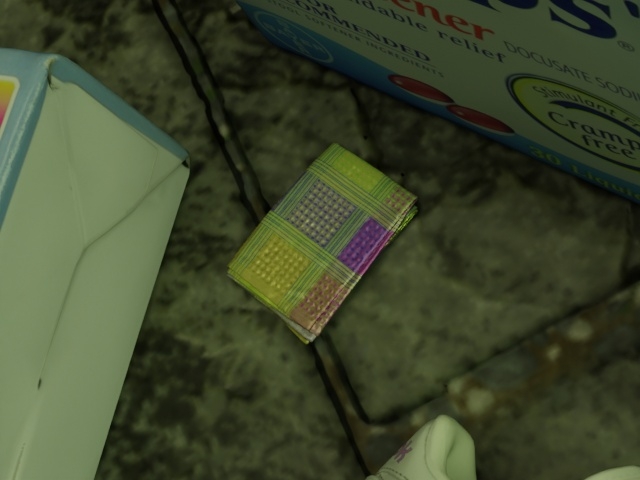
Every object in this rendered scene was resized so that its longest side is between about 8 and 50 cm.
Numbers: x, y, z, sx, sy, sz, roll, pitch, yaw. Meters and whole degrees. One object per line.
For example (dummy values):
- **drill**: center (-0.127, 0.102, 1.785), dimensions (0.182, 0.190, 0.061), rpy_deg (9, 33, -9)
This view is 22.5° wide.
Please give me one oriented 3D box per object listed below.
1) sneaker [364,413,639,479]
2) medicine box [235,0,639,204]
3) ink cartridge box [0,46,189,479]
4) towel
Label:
- **sneaker**: center (0.118, 0.169, 0.569), dimensions (0.305, 0.114, 0.152), rpy_deg (29, 84, 29)
- **medicine box**: center (0.066, -0.151, 0.609), dimensions (0.263, 0.289, 0.149), rpy_deg (26, 82, 27)
- **ink cartridge box**: center (-0.295, 0.033, 0.767), dimensions (0.395, 0.151, 0.270), rpy_deg (9, 75, 26)
- **towel**: center (0.000, 0.000, 0.739), dimensions (0.060, 0.009, 0.083), rpy_deg (36, 86, 29)
